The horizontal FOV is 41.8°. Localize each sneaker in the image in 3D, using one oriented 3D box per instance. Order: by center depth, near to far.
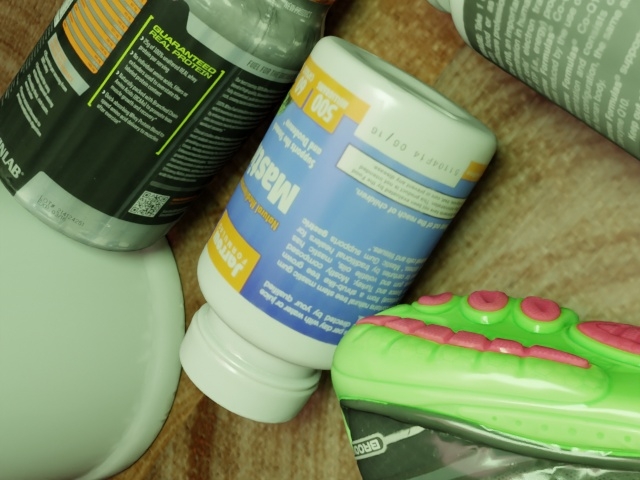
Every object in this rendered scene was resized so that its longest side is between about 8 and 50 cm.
[{"bbox_3d":[0.218,0.169,0.474,0.482,0.185,0.202,16,114,40],"label":"sneaker"}]

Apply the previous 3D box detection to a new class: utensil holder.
[{"bbox_3d":[-0.376,0.084,0.766,0.327,0.385,0.328,-3,85,37],"label":"utensil holder"}]

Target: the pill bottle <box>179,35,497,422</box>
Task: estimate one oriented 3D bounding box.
[{"bbox_3d":[0.000,0.000,0.636,0.152,0.152,0.272,42,110,31],"label":"pill bottle"}]

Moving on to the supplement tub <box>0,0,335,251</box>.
[{"bbox_3d":[-0.130,-0.156,0.721,0.316,0.193,0.194,-45,62,25],"label":"supplement tub"}]

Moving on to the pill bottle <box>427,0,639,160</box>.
[{"bbox_3d":[0.183,-0.155,0.507,0.283,0.161,0.161,44,111,30],"label":"pill bottle"}]
